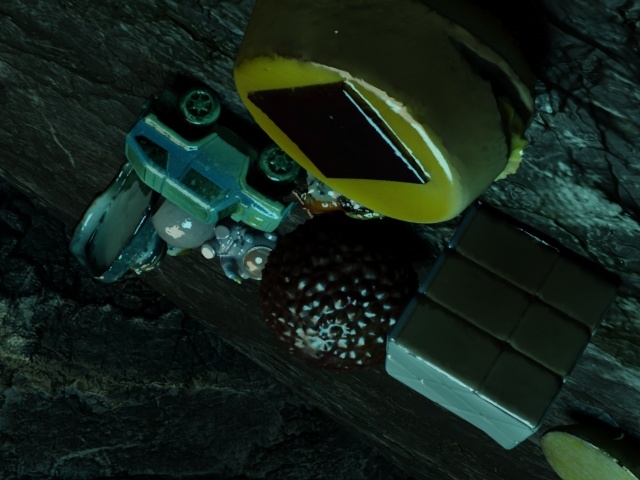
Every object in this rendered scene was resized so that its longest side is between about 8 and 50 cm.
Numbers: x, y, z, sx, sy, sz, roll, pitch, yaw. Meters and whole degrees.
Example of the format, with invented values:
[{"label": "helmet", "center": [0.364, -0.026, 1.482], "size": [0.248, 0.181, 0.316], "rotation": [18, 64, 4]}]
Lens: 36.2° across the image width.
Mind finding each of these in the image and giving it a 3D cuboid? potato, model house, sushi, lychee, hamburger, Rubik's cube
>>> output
[{"label": "potato", "center": [0.568, 0.435, 1.860], "size": [0.299, 0.116, 0.239], "rotation": [41, 160, 11]}, {"label": "model house", "center": [-0.363, -0.012, 2.151], "size": [0.184, 0.253, 0.291], "rotation": [38, -173, 36]}, {"label": "sushi", "center": [0.062, -0.084, 1.302], "size": [0.226, 0.097, 0.103], "rotation": [3, 156, 33]}, {"label": "lychee", "center": [0.029, 0.087, 1.579], "size": [0.264, 0.264, 0.300], "rotation": [35, 133, -7]}, {"label": "hamburger", "center": [0.062, -0.152, 0.936], "size": [0.300, 0.176, 0.300], "rotation": [31, 165, 9]}, {"label": "Rubik's cube", "center": [0.237, 0.123, 1.338], "size": [0.221, 0.224, 0.231], "rotation": [31, 166, 12]}]

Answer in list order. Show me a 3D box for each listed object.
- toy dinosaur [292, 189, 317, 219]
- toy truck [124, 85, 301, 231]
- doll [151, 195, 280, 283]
[{"label": "toy dinosaur", "center": [0.003, -0.005, 1.745], "size": [0.279, 0.055, 0.101], "rotation": [42, 153, -25]}, {"label": "toy truck", "center": [-0.165, -0.118, 1.534], "size": [0.279, 0.156, 0.155], "rotation": [35, 165, -4]}, {"label": "doll", "center": [-0.194, -0.013, 1.969], "size": [0.287, 0.150, 0.151], "rotation": [31, 166, -17]}]
